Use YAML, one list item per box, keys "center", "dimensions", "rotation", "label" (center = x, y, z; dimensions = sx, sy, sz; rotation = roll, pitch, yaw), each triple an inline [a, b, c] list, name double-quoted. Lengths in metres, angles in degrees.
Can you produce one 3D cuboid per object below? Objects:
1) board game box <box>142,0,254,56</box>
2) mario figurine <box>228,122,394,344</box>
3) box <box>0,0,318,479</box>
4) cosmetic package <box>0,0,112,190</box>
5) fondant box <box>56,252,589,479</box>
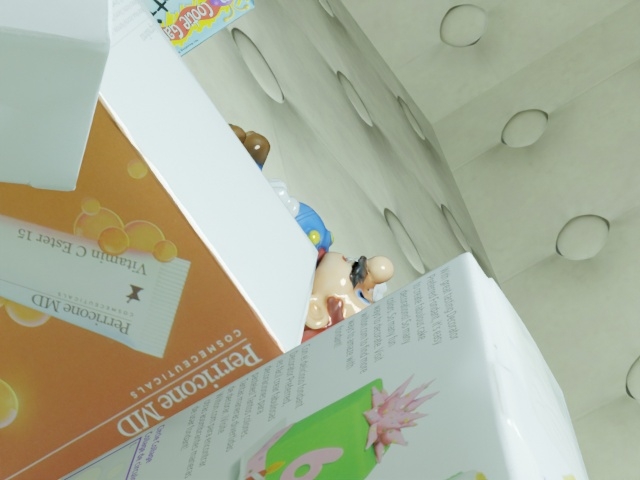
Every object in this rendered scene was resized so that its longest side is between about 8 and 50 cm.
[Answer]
- center: [-0.218, -0.372, 1.372]
  dimensions: [0.275, 0.142, 0.144]
  rotation: [50, 16, -32]
  label: "board game box"
- center: [0.000, 0.000, 1.281]
  dimensions: [0.198, 0.170, 0.321]
  rotation: [-29, 78, -42]
  label: "mario figurine"
- center: [-0.187, -0.045, 0.660]
  dimensions: [0.345, 0.215, 0.168]
  rotation: [55, 15, -15]
  label: "box"
- center: [-0.230, -0.209, 0.451]
  dimensions: [0.284, 0.097, 0.377]
  rotation: [5, 57, -21]
  label: "cosmetic package"
- center: [-0.049, 0.164, 0.459]
  dimensions: [0.096, 0.330, 0.238]
  rotation: [54, 16, -19]
  label: "fondant box"
